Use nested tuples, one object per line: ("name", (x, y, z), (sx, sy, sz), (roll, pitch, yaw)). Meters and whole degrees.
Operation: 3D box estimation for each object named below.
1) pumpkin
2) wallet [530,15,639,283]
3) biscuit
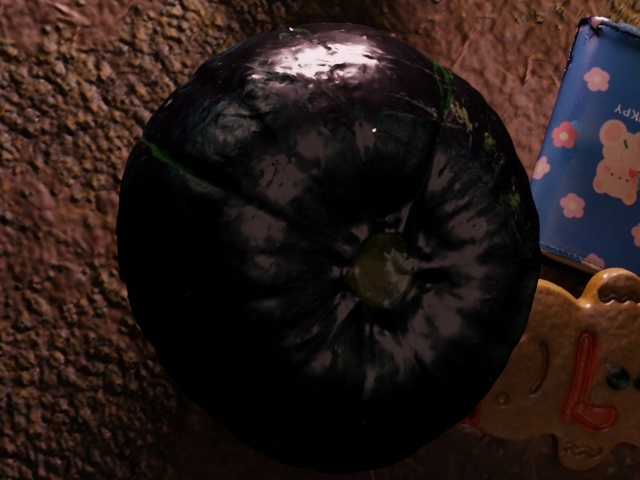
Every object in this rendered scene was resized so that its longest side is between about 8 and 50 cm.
("pumpkin", (0.000, 0.000, 1.372), (0.315, 0.238, 0.315), (-3, 103, -13))
("wallet", (0.241, -0.064, 1.538), (0.141, 0.059, 0.202), (22, 78, -16))
("biscuit", (0.194, 0.097, 1.494), (0.225, 0.036, 0.166), (11, 104, -13))
